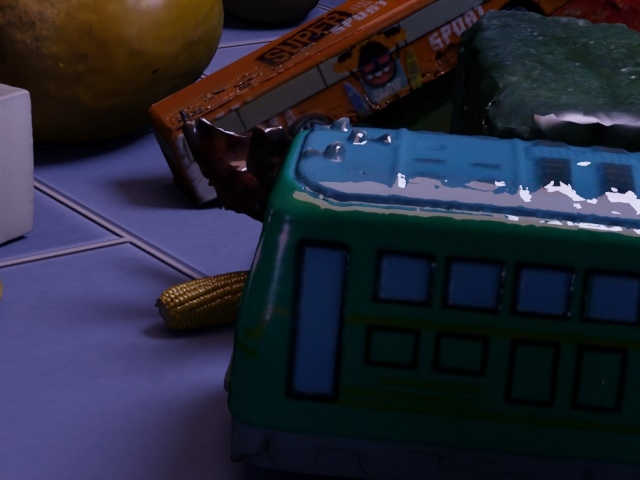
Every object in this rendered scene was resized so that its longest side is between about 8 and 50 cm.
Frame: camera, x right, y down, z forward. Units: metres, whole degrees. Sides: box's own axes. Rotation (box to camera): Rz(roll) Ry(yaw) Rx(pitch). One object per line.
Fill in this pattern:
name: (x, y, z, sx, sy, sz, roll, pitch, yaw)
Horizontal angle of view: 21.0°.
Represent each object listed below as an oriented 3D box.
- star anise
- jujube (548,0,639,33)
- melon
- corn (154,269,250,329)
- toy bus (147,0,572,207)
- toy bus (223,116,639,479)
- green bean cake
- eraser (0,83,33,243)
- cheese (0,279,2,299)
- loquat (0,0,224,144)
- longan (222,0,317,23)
star anise: (0.000, 0.000, 1.240, 0.272, 0.102, 0.272, 28, -7, 4)
jujube: (0.234, -0.255, 1.887, 0.255, 0.190, 0.190, 14, 16, -21)
melon: (0.137, -0.143, 1.640, 0.196, 0.124, 0.323, 10, 18, 40)
corn: (-0.072, 0.042, 1.225, 0.092, 0.037, 0.037, -11, 24, -28)
toy bus: (0.047, -0.162, 1.510, 0.409, 0.092, 0.093, -30, 28, -10)
toy bus: (0.119, 0.040, 1.033, 0.343, 0.199, 0.183, 6, 19, 2)
green bean cake: (0.265, -0.064, 1.381, 0.308, 0.169, 0.300, 3, 22, -2)
eraser: (-0.356, -0.085, 1.402, 0.279, 0.124, 0.081, 17, 24, 32)
cheese: (-0.255, 0.048, 1.180, 0.086, 0.036, 0.162, -1, 20, -19)
loquat: (-0.231, -0.210, 1.600, 0.276, 0.276, 0.284, 18, 0, 35)
longan: (-0.076, -0.371, 2.122, 0.246, 0.215, 0.246, 23, 44, -24)
